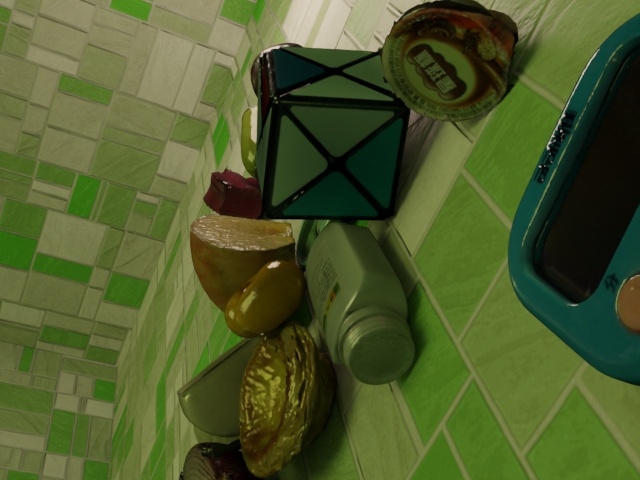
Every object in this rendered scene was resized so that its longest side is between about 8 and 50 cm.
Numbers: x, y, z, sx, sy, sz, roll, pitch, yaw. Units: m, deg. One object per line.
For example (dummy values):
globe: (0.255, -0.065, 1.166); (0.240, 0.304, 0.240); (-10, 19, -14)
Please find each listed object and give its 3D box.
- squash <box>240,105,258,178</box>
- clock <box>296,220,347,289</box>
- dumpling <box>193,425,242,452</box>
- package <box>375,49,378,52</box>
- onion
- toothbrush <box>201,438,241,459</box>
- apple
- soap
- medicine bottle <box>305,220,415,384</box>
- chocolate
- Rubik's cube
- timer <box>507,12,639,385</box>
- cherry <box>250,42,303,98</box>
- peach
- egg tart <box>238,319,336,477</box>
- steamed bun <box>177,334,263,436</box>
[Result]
squash: (-0.168, -0.271, 2.160); (0.132, 0.132, 0.247); (127, 151, -43)
clock: (0.000, 0.000, 1.594); (0.159, 0.065, 0.211); (-132, 61, -68)
dumpling: (-0.215, 0.436, 1.753); (0.179, 0.131, 0.252); (-12, 72, 43)
package: (0.097, -0.375, 1.679); (0.077, 0.033, 0.111); (126, 159, -63)
onion: (-0.172, 0.533, 1.495); (0.348, 0.159, 0.267); (138, 130, -57)
toothbrush: (-0.165, 0.414, 1.512); (0.297, 0.030, 0.030); (27, -116, -70)
apple: (-0.154, 0.061, 1.674); (0.252, 0.314, 0.309); (-35, 15, 11)
soap: (-0.247, -0.138, 2.191); (0.289, 0.182, 0.112); (39, 113, 62)
medicine bottle: (0.062, 0.106, 1.270); (0.324, 0.124, 0.179); (-112, 37, -62)
chocolate: (0.211, -0.310, 1.158); (0.221, 0.221, 0.147); (-45, 15, 52)
Rubik's cube: (0.010, -0.200, 1.377); (0.250, 0.246, 0.248); (-103, 16, -54)
timer: (0.325, -0.047, 0.704); (0.340, 0.115, 0.309); (-68, 22, 14)
cherry: (-0.098, -0.458, 2.058); (0.195, 0.195, 0.195); (-163, 90, -70)
peach: (-0.107, 0.115, 1.434); (0.179, 0.103, 0.179); (-42, 4, 4)
egg tart: (-0.056, 0.303, 1.420); (0.319, 0.128, 0.319); (-165, 90, -69)
steamed bun: (-0.179, 0.327, 1.616); (0.241, 0.164, 0.146); (-38, 4, -16)
